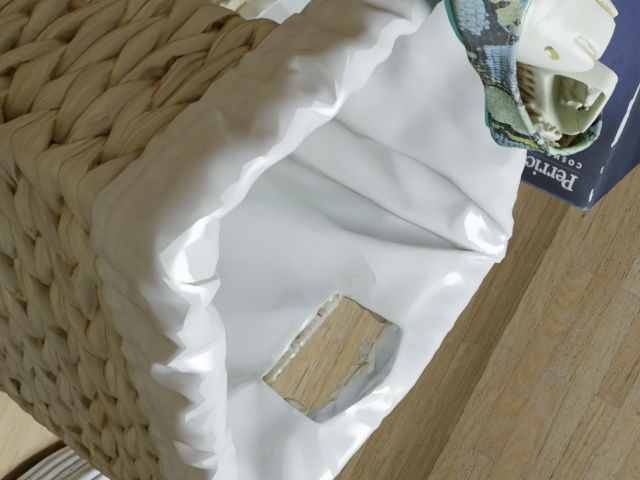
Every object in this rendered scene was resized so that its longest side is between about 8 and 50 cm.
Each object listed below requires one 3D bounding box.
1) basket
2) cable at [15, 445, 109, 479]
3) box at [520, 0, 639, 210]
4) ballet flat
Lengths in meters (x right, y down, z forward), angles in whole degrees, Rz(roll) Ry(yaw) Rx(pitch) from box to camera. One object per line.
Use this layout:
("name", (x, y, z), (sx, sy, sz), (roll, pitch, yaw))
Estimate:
("basket", (-0.056, -0.051, 0.553), (0.328, 0.266, 0.331), (-48, 155, -31))
("cable", (-0.223, 0.286, 0.828), (0.257, 0.089, 0.257), (-50, 155, -24))
("box", (0.158, -0.227, 0.770), (0.183, 0.296, 0.294), (-31, 143, -53))
("ballet flat", (0.100, -0.088, 0.424), (0.070, 0.070, 0.188), (-60, 157, -4))
